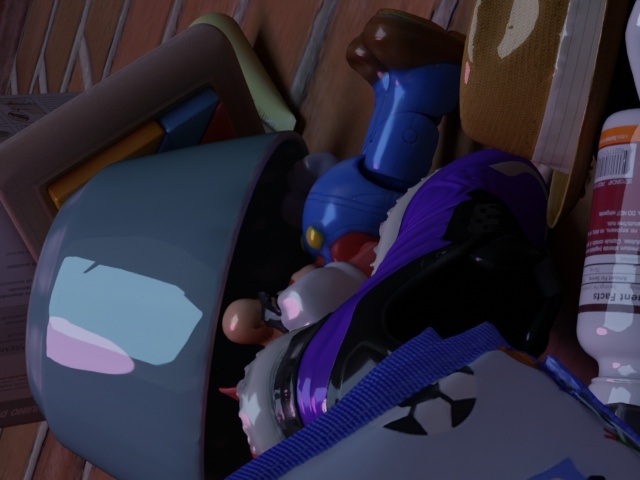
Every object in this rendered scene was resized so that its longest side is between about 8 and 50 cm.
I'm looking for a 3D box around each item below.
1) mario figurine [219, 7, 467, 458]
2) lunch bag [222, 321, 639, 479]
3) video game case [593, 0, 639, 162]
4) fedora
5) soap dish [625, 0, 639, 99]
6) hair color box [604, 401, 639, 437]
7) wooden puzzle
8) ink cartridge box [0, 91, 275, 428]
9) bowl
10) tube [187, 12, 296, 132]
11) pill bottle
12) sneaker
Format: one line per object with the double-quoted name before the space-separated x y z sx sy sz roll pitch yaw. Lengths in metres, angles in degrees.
"mario figurine" 0.000 0.000 1.330 0.170 0.198 0.320 10 81 30
"lunch bag" 0.045 0.263 0.717 0.385 0.239 0.328 -48 61 3
"video game case" 0.197 -0.142 1.079 0.193 0.023 0.212 -102 29 -50
"fedora" 0.118 -0.105 1.047 0.194 0.079 0.194 12 -90 -86
"soap dish" 0.237 -0.063 0.764 0.291 0.118 0.229 -97 25 -44
"hair color box" 0.107 0.198 1.013 0.374 0.113 0.185 152 126 -68
"wooden puzzle" -0.137 -0.035 1.598 0.044 0.221 0.239 48 166 43
"ink cartridge box" -0.211 0.013 1.721 0.130 0.309 0.272 43 126 39
"bowl" -0.119 0.059 1.483 0.311 0.163 0.311 9 -90 -79
"tube" -0.071 -0.133 1.836 0.070 0.062 0.240 60 180 -38
"pill bottle" 0.173 0.016 0.961 0.086 0.086 0.152 168 112 -70
"sneaker" 0.087 0.029 1.090 0.146 0.102 0.293 -25 15 42
